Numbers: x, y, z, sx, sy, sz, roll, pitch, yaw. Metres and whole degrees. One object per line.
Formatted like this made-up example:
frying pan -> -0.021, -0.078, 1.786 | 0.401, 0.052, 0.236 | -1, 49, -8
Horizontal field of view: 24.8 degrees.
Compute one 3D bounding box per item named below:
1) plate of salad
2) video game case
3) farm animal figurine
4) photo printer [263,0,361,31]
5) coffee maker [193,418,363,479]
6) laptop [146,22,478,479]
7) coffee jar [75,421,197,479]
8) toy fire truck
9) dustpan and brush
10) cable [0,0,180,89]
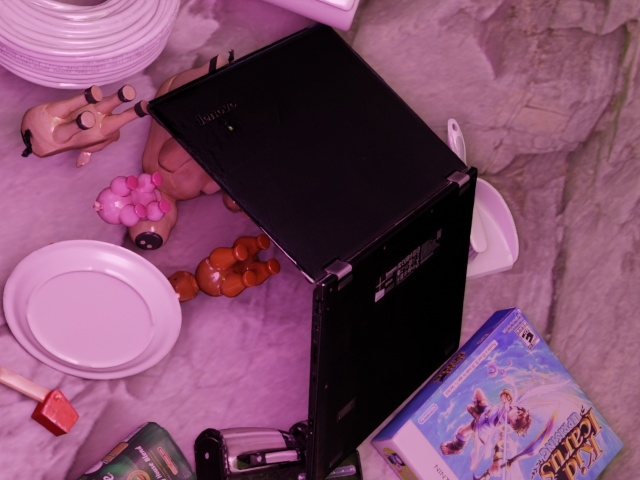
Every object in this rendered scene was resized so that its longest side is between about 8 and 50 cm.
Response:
plate of salad -> -0.254, 0.075, 1.630 | 0.199, 0.200, 0.048 | 30, 32, -18
video game case -> 0.235, 0.263, 1.886 | 0.269, 0.061, 0.244 | -43, 101, -27
farm animal figurine -> -0.186, -0.088, 1.689 | 0.330, 0.172, 0.327 | 50, 44, -25
photo printer -> -0.063, -0.427, 1.796 | 0.307, 0.107, 0.256 | 21, 83, 1
coffee maker -> -0.049, 0.295, 1.722 | 0.178, 0.120, 0.171 | -3, 105, -26
laptop -> 0.000, 0.000, 1.724 | 0.382, 0.236, 0.408 | -35, 134, -51
coffee jar -> -0.235, 0.292, 1.636 | 0.184, 0.079, 0.096 | -36, 97, -27
toy fire truck -> -0.379, 0.181, 1.605 | 0.192, 0.047, 0.135 | 43, 64, -12
dustpan and brush -> 0.188, -0.054, 1.924 | 0.147, 0.060, 0.211 | -14, 86, -28
cable -> -0.290, -0.289, 1.669 | 0.257, 0.089, 0.257 | 40, 56, 13
